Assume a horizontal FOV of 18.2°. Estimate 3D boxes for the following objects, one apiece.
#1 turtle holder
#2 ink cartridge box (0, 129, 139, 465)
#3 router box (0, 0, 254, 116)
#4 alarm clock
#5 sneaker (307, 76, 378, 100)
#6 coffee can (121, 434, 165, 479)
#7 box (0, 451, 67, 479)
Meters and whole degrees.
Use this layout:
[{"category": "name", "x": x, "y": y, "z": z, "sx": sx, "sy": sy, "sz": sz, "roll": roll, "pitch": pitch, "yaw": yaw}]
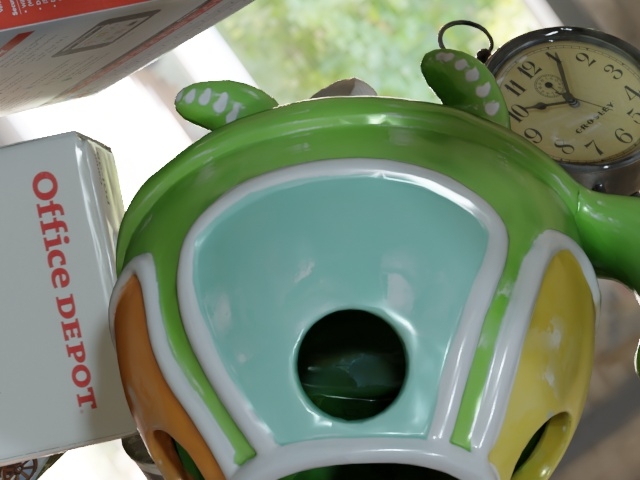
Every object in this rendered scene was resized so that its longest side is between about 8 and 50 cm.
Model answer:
[{"category": "turtle holder", "x": 0.049, "y": 0.063, "z": 1.049, "sx": 0.320, "sy": 0.243, "sz": 0.227, "roll": 15, "pitch": 43, "yaw": -17}, {"category": "ink cartridge box", "x": -0.263, "y": 0.059, "z": 1.354, "sx": 0.117, "sy": 0.283, "sz": 0.207, "roll": 22, "pitch": 56, "yaw": -83}, {"category": "router box", "x": -0.228, "y": -0.149, "z": 1.373, "sx": 0.335, "sy": 0.301, "sz": 0.082, "roll": -20, "pitch": -93, "yaw": 57}, {"category": "alarm clock", "x": 0.154, "y": -0.091, "z": 1.342, "sx": 0.192, "sy": 0.129, "sz": 0.064, "roll": 41, "pitch": -29, "yaw": 22}, {"category": "sneaker", "x": 0.000, "y": 0.000, "z": 1.274, "sx": 0.094, "sy": 0.212, "sz": 0.080, "roll": 22, "pitch": 14, "yaw": -21}, {"category": "coffee can", "x": 0.006, "y": 0.203, "z": 1.487, "sx": 0.275, "sy": 0.201, "sz": 0.201, "roll": 59, "pitch": 2, "yaw": -22}, {"category": "box", "x": -0.228, "y": 0.094, "z": 1.629, "sx": 0.044, "sy": 0.233, "sz": 0.159, "roll": 41, "pitch": -7, "yaw": 47}]
